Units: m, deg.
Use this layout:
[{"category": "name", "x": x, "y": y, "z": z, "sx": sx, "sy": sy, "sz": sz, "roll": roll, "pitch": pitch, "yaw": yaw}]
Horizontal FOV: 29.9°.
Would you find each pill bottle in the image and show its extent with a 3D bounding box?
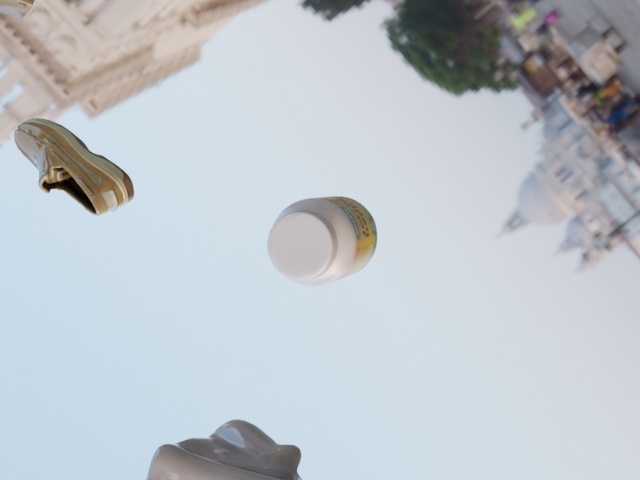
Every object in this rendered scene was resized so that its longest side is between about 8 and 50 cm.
[{"category": "pill bottle", "x": 0.000, "y": 0.000, "z": 1.603, "sx": 0.118, "sy": 0.117, "sz": 0.208, "roll": 52, "pitch": -166, "yaw": 7}]

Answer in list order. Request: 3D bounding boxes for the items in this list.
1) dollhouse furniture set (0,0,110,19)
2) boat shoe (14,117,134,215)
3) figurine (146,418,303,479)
[{"category": "dollhouse furniture set", "x": -0.284, "y": -0.342, "z": 1.160, "sx": 0.212, "sy": 0.242, "sz": 0.161, "roll": 18, "pitch": -109, "yaw": -26}, {"category": "boat shoe", "x": -0.314, "y": -0.088, "z": 1.445, "sx": 0.190, "sy": 0.072, "sz": 0.068, "roll": 28, "pitch": 140, "yaw": 29}, {"category": "figurine", "x": -0.013, "y": 0.224, "z": 0.669, "sx": 0.209, "sy": 0.215, "sz": 0.092, "roll": 13, "pitch": 170, "yaw": 27}]
